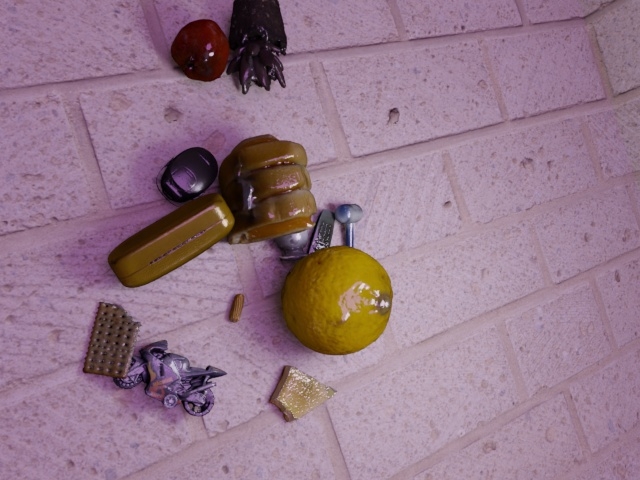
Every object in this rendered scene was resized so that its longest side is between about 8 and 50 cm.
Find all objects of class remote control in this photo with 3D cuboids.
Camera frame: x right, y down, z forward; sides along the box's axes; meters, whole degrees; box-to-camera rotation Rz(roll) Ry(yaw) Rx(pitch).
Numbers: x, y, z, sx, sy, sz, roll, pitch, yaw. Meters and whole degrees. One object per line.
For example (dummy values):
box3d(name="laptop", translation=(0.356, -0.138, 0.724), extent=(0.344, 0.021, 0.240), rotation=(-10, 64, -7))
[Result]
box3d(name="remote control", translation=(0.000, 0.000, 2.022), extent=(0.072, 0.042, 0.222), rotation=(21, 74, -22))

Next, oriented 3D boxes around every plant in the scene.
box3d(name="plant", translation=(-0.200, -0.644, 1.938), extent=(0.181, 0.194, 0.321), rotation=(0, 85, -50))

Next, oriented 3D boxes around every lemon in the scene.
box3d(name="lemon", translation=(0.062, 0.186, 1.842), extent=(0.349, 0.387, 0.350), rotation=(10, 77, -45))

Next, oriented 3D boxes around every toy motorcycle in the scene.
box3d(name="toy motorcycle", translation=(-0.433, 0.390, 1.700), extent=(0.307, 0.108, 0.173), rotation=(26, 71, -15))

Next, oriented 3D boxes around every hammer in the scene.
box3d(name="hammer", translation=(0.100, -0.031, 2.060), extent=(0.116, 0.069, 0.194), rotation=(-6, 98, -57))

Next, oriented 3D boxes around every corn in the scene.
box3d(name="corn", translation=(-0.264, 0.213, 1.857), extent=(0.037, 0.037, 0.092), rotation=(20, 70, -22))

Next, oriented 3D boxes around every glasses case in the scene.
box3d(name="glasses case", translation=(-0.427, 0.005, 1.714), extent=(0.371, 0.173, 0.141), rotation=(-32, 114, -12))

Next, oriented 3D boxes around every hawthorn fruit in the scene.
box3d(name="hawthorn fruit", translation=(-0.375, -0.615, 1.876), extent=(0.185, 0.185, 0.202), rotation=(32, 50, -19))

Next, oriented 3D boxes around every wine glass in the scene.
box3d(name="wine glass", translation=(-0.097, -0.032, 1.940), extent=(0.111, 0.111, 0.205), rotation=(-6, 88, -27))

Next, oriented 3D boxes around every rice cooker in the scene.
box3d(name="rice cooker", translation=(-0.409, -0.196, 1.807), extent=(0.203, 0.118, 0.142), rotation=(-45, 103, -26))

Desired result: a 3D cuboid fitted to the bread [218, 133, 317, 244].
box3d(name="bread", translation=(-0.178, -0.168, 1.811), extent=(0.210, 0.300, 0.342), rotation=(8, 75, -68))

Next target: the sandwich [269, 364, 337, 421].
box3d(name="sandwich", translation=(-0.060, 0.516, 1.898), extent=(0.193, 0.058, 0.163), rotation=(32, 70, -20))

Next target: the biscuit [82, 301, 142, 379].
box3d(name="biscuit", translation=(-0.585, 0.283, 1.658), extent=(0.143, 0.016, 0.203), rotation=(9, 74, 7))
